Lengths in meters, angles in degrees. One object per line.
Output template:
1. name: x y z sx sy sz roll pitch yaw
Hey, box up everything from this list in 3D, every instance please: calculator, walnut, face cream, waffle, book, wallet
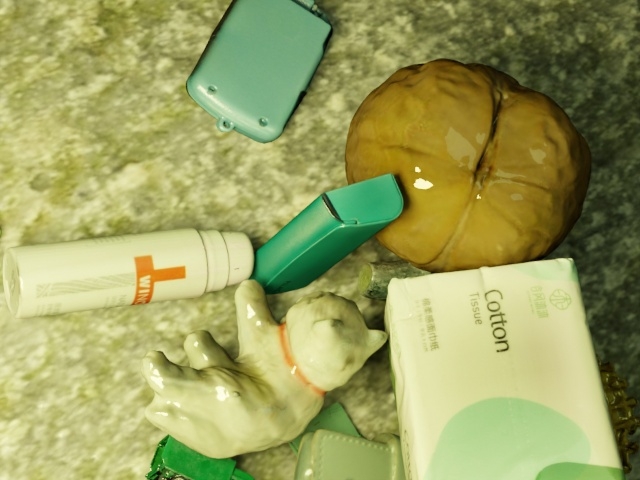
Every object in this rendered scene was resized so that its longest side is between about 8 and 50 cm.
1. calculator: -0.089 -0.279 2.009 0.173 0.051 0.293 32 62 -12
2. walnut: 0.206 -0.099 1.898 0.354 0.398 0.308 29 99 2
3. face cream: -0.252 0.039 1.788 0.345 0.102 0.102 -6 74 -25
4. waffle: 0.401 0.267 2.033 0.231 0.051 0.228 33 58 -11
5. book: 0.024 0.310 1.859 0.103 0.017 0.135 -31 89 -30
6. wallet: 0.109 0.396 1.812 0.360 0.083 0.252 19 62 -30

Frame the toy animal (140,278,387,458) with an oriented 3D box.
1. toy animal: -0.069 0.167 1.738 0.308 0.188 0.266 26 72 -44

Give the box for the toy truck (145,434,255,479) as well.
1. toy truck: -0.156 0.325 1.745 0.147 0.065 0.079 28 59 -11

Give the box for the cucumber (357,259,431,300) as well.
1. cucumber: 0.111 0.060 1.972 0.112 0.064 0.064 -4 73 -23

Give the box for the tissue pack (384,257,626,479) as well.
1. tissue pack: 0.235 0.223 1.741 0.266 0.194 0.356 -6 64 -3

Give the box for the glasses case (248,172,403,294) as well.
1. glasses case: -0.001 0.001 1.800 0.117 0.301 0.070 -17 80 -28
